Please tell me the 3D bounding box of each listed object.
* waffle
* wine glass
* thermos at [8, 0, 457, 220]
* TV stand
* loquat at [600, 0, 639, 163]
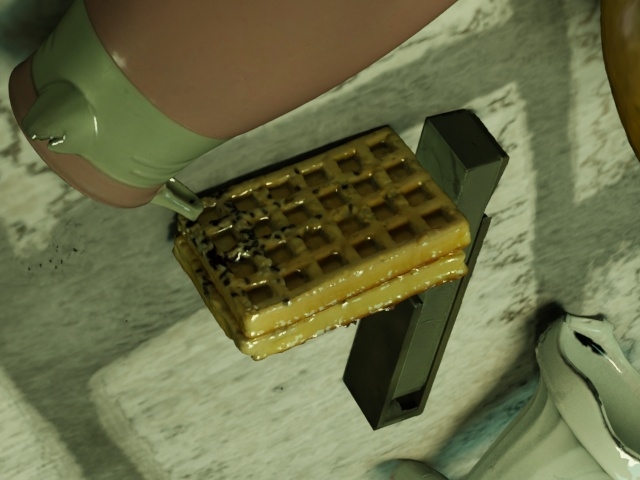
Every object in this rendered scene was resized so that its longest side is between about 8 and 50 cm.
[{"bbox_3d":[0.000,0.000,0.973,0.148,0.102,0.042,-21,141,-17],"label":"waffle"},{"bbox_3d":[0.162,0.166,1.290,0.196,0.165,0.165,-37,148,23],"label":"wine glass"},{"bbox_3d":[-0.021,-0.125,0.776,0.265,0.146,0.176,-41,172,28],"label":"thermos"},{"bbox_3d":[0.065,0.025,1.109,0.040,0.049,0.256,-16,143,-25],"label":"TV stand"},{"bbox_3d":[0.303,-0.121,0.863,0.328,0.328,0.359,-32,163,-1],"label":"loquat"}]
